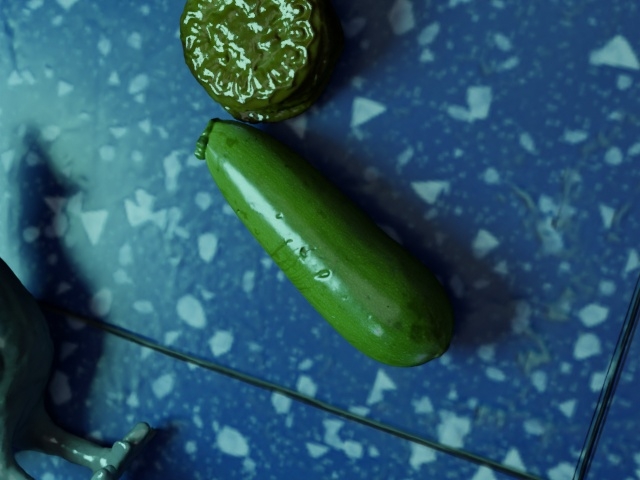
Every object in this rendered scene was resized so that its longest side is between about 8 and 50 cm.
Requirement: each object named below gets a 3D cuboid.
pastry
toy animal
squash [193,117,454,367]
[{"bbox_3d":[-0.036,-0.124,0.726,0.097,0.057,0.109,23,100,13],"label":"pastry"},{"bbox_3d":[-0.219,0.124,0.792,0.205,0.081,0.367,20,108,8],"label":"toy animal"},{"bbox_3d":[0.000,0.000,0.725,0.201,0.066,0.066,44,104,7],"label":"squash"}]
